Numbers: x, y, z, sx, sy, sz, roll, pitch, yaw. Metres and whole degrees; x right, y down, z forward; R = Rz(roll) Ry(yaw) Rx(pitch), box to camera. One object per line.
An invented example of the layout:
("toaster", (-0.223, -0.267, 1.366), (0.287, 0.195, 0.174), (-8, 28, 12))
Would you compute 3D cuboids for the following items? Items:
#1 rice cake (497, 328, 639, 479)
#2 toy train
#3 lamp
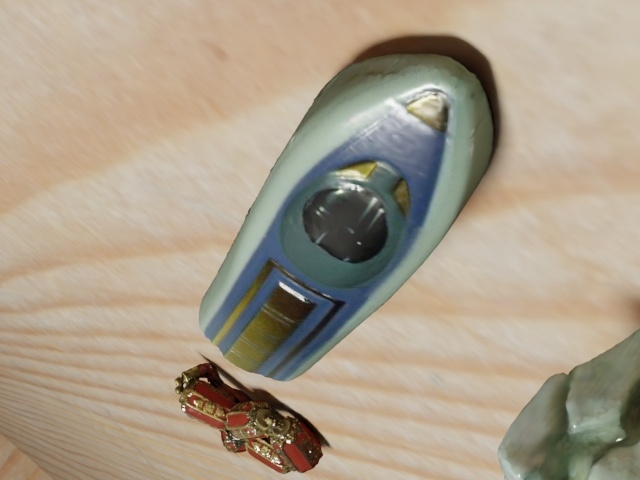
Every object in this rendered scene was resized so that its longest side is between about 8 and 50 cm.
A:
("rice cake", (0.094, 0.115, 0.581), (0.063, 0.066, 0.336), (43, 165, 19))
("toy train", (0.000, -0.001, 0.506), (0.055, 0.048, 0.252), (37, 164, 0))
("lamp", (-0.034, 0.099, 0.888), (0.083, 0.031, 0.063), (16, 154, 47))
